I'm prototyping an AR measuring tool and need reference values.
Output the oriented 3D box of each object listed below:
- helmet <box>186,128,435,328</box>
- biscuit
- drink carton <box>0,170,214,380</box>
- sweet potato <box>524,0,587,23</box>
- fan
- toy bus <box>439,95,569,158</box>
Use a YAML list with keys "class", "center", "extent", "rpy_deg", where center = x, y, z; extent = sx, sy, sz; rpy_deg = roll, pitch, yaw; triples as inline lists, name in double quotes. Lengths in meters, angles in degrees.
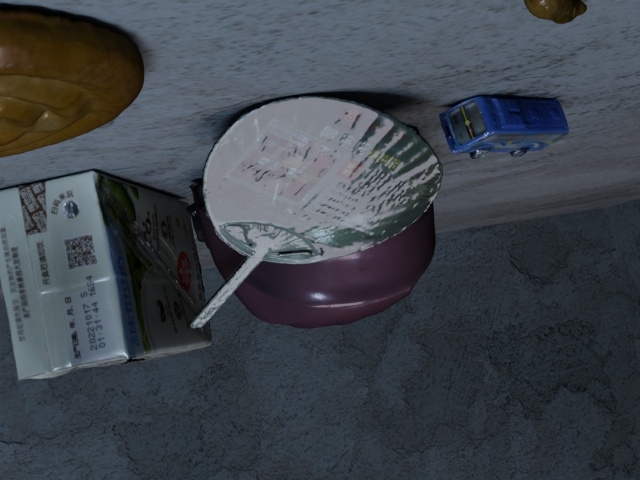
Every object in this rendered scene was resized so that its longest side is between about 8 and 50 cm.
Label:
- class: "helmet"
  center: [0.000, 0.000, 1.110]
  extent: [0.270, 0.197, 0.338]
  rpy_deg: [-11, 175, -20]
- class: "biscuit"
  center: [-0.230, -0.078, 0.577]
  extent: [0.261, 0.037, 0.262]
  rpy_deg: [-9, 176, -1]
- class: "drink carton"
  center: [-0.235, 0.044, 1.099]
  extent: [0.131, 0.194, 0.324]
  rpy_deg: [-13, 175, 7]
- class: "sweet potato"
  center: [0.147, -0.149, 0.616]
  extent: [0.026, 0.026, 0.115]
  rpy_deg: [-12, 177, 26]
- class: "fan"
  center: [-0.039, -0.032, 0.875]
  extent: [0.294, 0.012, 0.223]
  rpy_deg: [-25, 140, 10]
- class: "toy bus"
  center: [0.187, -0.117, 0.981]
  extent: [0.153, 0.051, 0.061]
  rpy_deg: [-5, 161, -45]
